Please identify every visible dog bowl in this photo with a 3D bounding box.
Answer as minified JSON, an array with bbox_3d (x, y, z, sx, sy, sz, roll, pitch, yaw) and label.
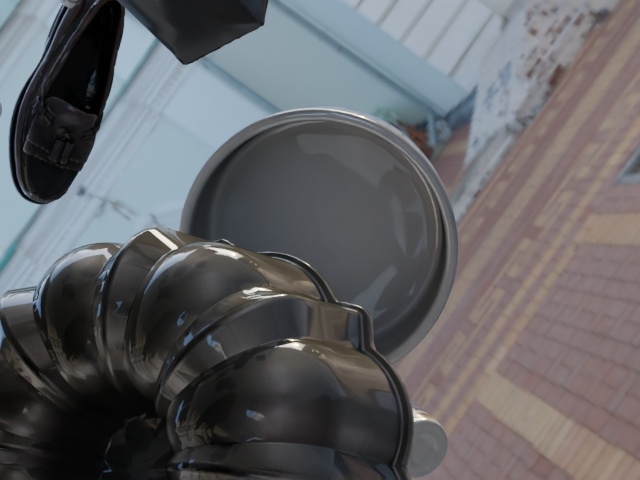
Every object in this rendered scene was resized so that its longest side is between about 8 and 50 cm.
[{"bbox_3d":[0.000,0.000,0.992,0.265,0.265,0.104,-55,2,12],"label":"dog bowl"}]

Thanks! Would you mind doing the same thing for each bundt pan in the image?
[{"bbox_3d":[-0.113,0.140,0.618,0.331,0.331,0.124,-55,-30,-1],"label":"bundt pan"}]

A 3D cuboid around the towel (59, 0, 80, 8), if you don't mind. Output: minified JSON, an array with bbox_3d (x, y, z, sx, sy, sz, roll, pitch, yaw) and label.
[{"bbox_3d":[-0.289,-0.466,1.237,0.121,0.284,0.235,-25,-12,-45],"label":"towel"}]

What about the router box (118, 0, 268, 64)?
[{"bbox_3d":[-0.145,-0.314,0.704,0.081,0.309,0.243,-20,46,31],"label":"router box"}]

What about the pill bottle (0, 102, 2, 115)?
[{"bbox_3d":[-0.348,-0.120,1.003,0.083,0.043,0.043,-17,29,45],"label":"pill bottle"}]

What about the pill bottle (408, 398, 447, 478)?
[{"bbox_3d":[0.079,0.197,1.075,0.067,0.067,0.120,-55,28,0],"label":"pill bottle"}]

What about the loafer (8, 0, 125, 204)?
[{"bbox_3d":[-0.335,-0.195,1.352,0.095,0.109,0.303,7,80,53],"label":"loafer"}]
